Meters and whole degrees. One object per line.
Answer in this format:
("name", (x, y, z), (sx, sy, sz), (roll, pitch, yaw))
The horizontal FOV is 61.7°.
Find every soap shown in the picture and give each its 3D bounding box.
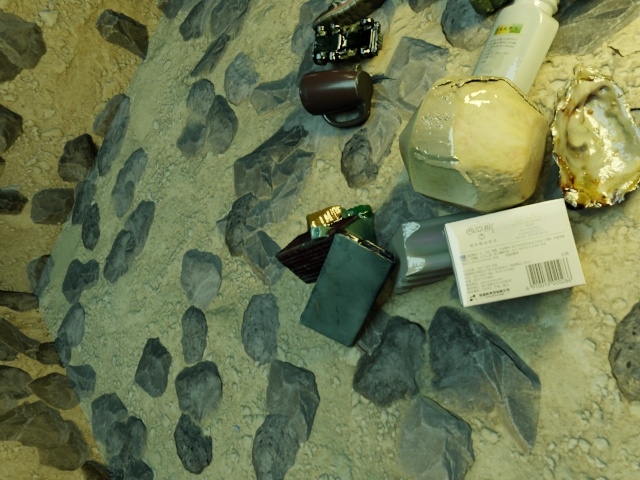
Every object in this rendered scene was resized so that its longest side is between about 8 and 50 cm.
("soap", (0.345, 0.032, 1.492), (0.302, 0.258, 0.159), (-8, 70, -6))

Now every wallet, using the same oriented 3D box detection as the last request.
("wallet", (0.073, 0.146, 1.551), (0.191, 0.046, 0.379), (26, 127, 5))

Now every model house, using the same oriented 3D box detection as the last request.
("model house", (0.000, 0.000, 1.657), (0.280, 0.249, 0.230), (-22, 66, 35))

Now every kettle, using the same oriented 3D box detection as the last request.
("kettle", (0.062, -0.480, 1.797), (0.232, 0.144, 0.202), (5, 103, 39))

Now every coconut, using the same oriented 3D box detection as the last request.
("coconut", (0.358, -0.233, 1.311), (0.353, 0.352, 0.352), (-11, 73, 39))

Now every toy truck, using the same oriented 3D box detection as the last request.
("toy truck", (0.097, -0.660, 1.813), (0.257, 0.127, 0.127), (5, 90, 41))

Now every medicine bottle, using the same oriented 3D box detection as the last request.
("medicine bottle", (0.513, -0.506, 1.414), (0.179, 0.124, 0.324), (35, 106, 62))

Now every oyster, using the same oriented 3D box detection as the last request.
("oyster", (0.618, -0.244, 1.261), (0.221, 0.096, 0.361), (-13, 74, -5))

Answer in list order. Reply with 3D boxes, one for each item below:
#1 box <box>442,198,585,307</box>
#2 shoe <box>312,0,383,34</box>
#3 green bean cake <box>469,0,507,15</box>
("box", (0.448, 0.035, 1.269), (0.274, 0.116, 0.203), (-13, 81, 10))
("shoe", (0.081, -0.830, 1.869), (0.291, 0.114, 0.137), (-22, 72, 33))
("green bean cake", (0.500, -0.774, 1.494), (0.227, 0.125, 0.222), (-27, 61, 31))
